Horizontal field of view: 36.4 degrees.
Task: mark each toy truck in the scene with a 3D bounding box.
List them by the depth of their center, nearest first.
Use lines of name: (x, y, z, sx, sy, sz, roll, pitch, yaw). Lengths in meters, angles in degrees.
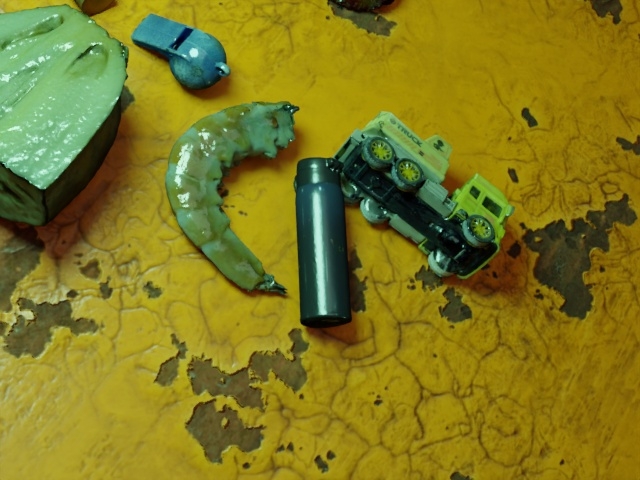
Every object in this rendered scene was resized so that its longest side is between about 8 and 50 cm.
toy truck: (0.156, -0.080, 1.450, 0.272, 0.124, 0.157, 38, 51, -3)

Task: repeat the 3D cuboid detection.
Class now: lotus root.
lotus root: (-0.377, -0.176, 1.247, 0.267, 0.149, 0.260, 28, 57, 9)

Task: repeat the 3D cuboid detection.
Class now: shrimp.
shrimp: (-0.125, -0.073, 1.356, 0.185, 0.068, 0.287, 6, 71, -19)

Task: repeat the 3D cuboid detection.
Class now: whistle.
whistle: (-0.191, -0.265, 1.401, 0.158, 0.090, 0.090, 24, 56, 30)

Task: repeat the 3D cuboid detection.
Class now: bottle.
bottle: (0.000, 0.000, 1.380, 0.072, 0.082, 0.244, 16, 65, -46)

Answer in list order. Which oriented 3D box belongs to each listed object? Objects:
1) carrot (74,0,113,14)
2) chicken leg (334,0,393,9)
carrot: (-0.373, -0.422, 1.389, 0.061, 0.061, 0.209, -32, 81, -29)
chicken leg: (-0.001, -0.498, 1.565, 0.322, 0.083, 0.177, 32, 53, -11)
